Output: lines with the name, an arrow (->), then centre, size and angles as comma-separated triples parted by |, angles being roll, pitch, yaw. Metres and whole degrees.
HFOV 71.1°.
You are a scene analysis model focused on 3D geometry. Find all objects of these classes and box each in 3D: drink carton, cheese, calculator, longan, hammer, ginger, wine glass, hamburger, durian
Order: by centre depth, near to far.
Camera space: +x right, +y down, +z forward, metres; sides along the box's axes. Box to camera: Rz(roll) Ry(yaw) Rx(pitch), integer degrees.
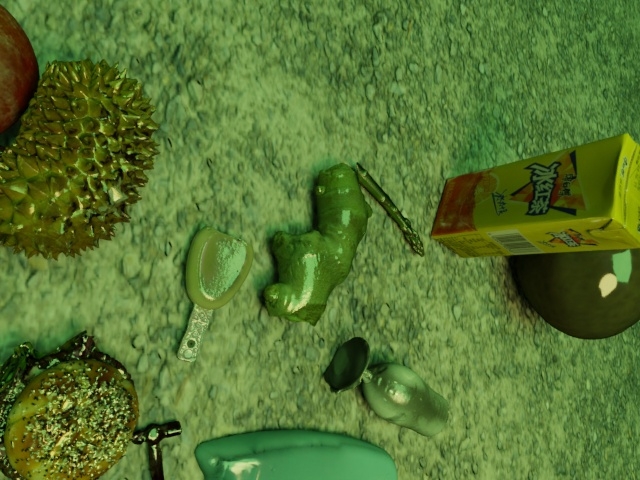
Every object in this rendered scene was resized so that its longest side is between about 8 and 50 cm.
durian -> -0.258, -0.087, 0.513 | 0.183, 0.137, 0.250 | 31, 79, -56
hamburger -> -0.289, 0.200, 0.514 | 0.190, 0.093, 0.164 | 55, 49, -19
hammer -> -0.212, 0.336, 0.603 | 0.065, 0.021, 0.179 | -6, 89, -33
cheese -> -0.163, 0.079, 0.650 | 0.097, 0.037, 0.192 | 23, 74, -27
calculator -> -0.022, 0.433, 0.693 | 0.386, 0.054, 0.256 | 19, 76, -30
ginger -> -0.001, 0.004, 0.732 | 0.137, 0.089, 0.290 | 35, 71, -4
wine glass -> 0.121, 0.260, 0.771 | 0.222, 0.103, 0.103 | 36, 68, -22
drink carton -> 0.382, -0.063, 0.818 | 0.111, 0.351, 0.155 | 29, 71, -26
longan -> 0.585, 0.042, 0.983 | 0.288, 0.288, 0.350 | 31, 61, -26

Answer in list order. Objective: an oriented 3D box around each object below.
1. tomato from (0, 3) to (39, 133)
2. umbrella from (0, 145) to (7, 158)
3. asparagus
tomato -> -0.414, -0.174, 0.427 | 0.232, 0.188, 0.232 | 10, 75, -44
umbrella -> -0.365, -0.097, 0.550 | 0.165, 0.025, 0.027 | 11, 57, -32
asparagus -> 0.134, -0.059, 0.853 | 0.236, 0.027, 0.034 | 48, 43, -20
